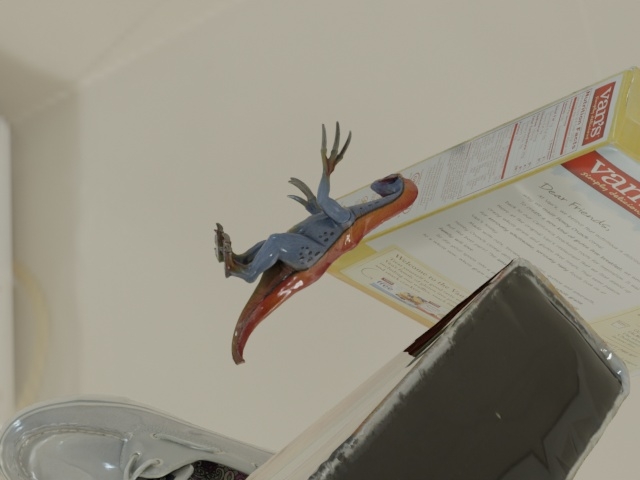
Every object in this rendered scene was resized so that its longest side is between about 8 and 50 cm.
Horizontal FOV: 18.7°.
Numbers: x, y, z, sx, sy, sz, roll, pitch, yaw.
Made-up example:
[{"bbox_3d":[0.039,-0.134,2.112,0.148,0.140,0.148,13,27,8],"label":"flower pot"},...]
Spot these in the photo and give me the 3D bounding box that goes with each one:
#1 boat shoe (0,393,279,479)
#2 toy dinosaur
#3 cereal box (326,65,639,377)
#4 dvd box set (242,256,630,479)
[{"bbox_3d":[-0.075,0.125,0.980,0.184,0.066,0.063,20,-179,-3],"label":"boat shoe"},{"bbox_3d":[0.000,0.000,0.765,0.082,0.090,0.047,-5,179,-9],"label":"toy dinosaur"},{"bbox_3d":[0.132,0.006,0.959,0.173,0.047,0.240,30,151,-24],"label":"cereal box"},{"bbox_3d":[-0.109,0.193,0.600,0.062,0.307,0.420,49,124,1],"label":"dvd box set"}]
